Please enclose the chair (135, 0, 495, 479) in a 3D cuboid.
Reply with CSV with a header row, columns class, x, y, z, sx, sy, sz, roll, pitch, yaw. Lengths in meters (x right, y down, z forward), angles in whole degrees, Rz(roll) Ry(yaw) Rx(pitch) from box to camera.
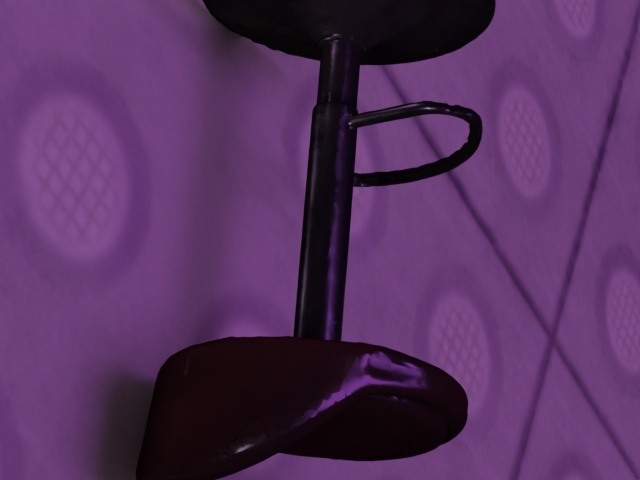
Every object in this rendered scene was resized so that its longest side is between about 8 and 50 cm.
class,x,y,z,sx,sy,sz,roll,pitch,yaw
chair,0.000,0.000,1.313,0.226,0.226,0.401,33,57,-50
